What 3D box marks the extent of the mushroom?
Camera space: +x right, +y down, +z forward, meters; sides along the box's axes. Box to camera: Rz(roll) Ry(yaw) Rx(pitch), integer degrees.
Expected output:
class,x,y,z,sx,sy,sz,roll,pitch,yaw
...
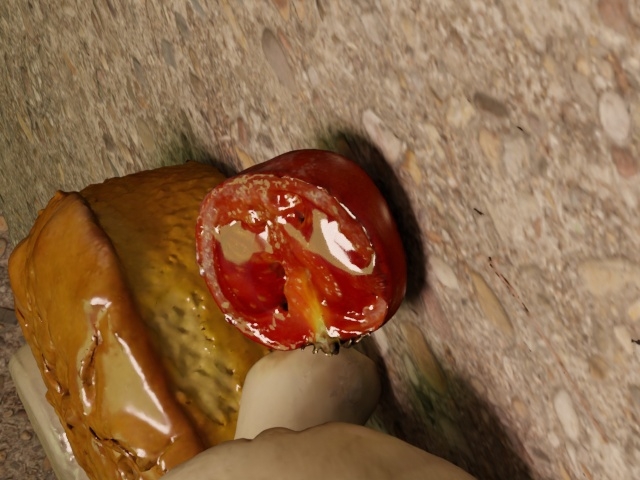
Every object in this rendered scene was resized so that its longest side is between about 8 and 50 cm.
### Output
class,x,y,z,sx,sy,sz,roll,pitch,yaw
mushroom,0.011,0.237,0.929,0.315,0.356,0.315,28,156,14

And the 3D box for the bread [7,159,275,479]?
class,x,y,z,sx,sy,sz,roll,pitch,yaw
bread,-0.132,0.128,1.263,0.398,0.215,0.398,52,156,34

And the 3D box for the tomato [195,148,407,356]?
class,x,y,z,sx,sy,sz,roll,pitch,yaw
tomato,0.000,0.000,0.954,0.159,0.091,0.139,-15,108,44

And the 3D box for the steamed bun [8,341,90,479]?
class,x,y,z,sx,sy,sz,roll,pitch,yaw
steamed bun,-0.263,0.229,1.777,0.283,0.177,0.283,56,162,28
